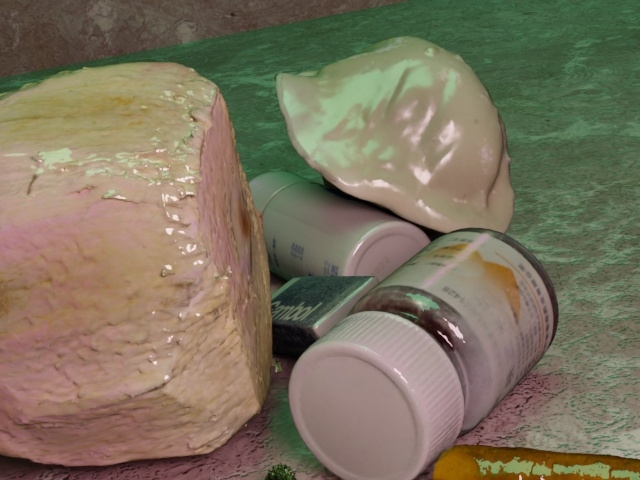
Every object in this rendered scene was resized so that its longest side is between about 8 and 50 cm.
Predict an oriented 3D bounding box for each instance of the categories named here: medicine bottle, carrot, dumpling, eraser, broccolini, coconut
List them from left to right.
[{"bbox_3d":[-0.243,0.025,1.334,0.404,0.405,0.404,-8,20,3],"label":"coconut"},{"bbox_3d":[-0.029,0.243,1.180,0.035,0.030,0.140,-18,25,-1],"label":"broccolini"},{"bbox_3d":[-0.008,0.081,1.462,0.092,0.046,0.212,-38,13,-20],"label":"eraser"},{"bbox_3d":[0.000,0.000,1.660,0.130,0.130,0.341,-19,22,-24],"label":"medicine bottle"},{"bbox_3d":[0.084,-0.128,1.557,0.242,0.187,0.318,-10,47,-42],"label":"dumpling"},{"bbox_3d":[0.104,0.106,1.284,0.165,0.165,0.273,5,24,33],"label":"medicine bottle"},{"bbox_3d":[0.247,0.209,1.102,0.314,0.066,0.066,2,23,21],"label":"carrot"}]

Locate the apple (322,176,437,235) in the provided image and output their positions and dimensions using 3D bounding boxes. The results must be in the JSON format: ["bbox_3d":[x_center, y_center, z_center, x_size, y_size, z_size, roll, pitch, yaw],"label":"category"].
[{"bbox_3d":[0.099,-0.086,1.772,0.188,0.174,0.207,-21,-24,14],"label":"apple"}]
